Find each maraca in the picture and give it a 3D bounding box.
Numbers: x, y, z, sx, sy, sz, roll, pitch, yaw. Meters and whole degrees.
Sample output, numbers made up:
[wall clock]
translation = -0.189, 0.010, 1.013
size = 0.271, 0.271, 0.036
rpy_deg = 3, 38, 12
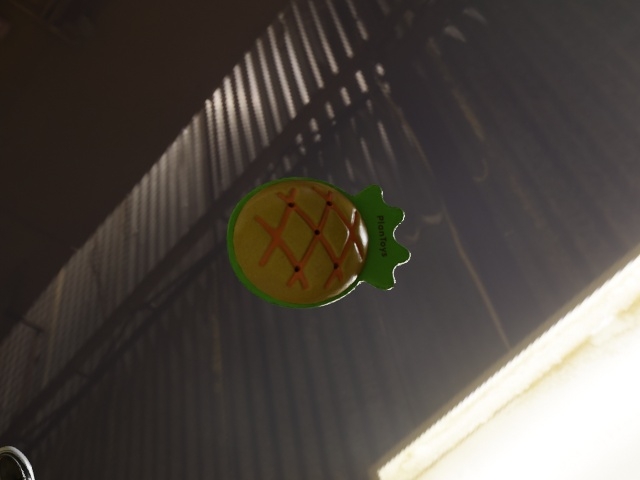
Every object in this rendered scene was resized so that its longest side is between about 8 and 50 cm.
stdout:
[maraca]
translation = 0.000, 0.000, 0.834
size = 0.099, 0.185, 0.127
rpy_deg = 159, -74, -68

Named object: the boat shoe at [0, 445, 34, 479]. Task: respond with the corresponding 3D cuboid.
[boat shoe]
translation = -0.426, 0.361, 1.225
size = 0.049, 0.142, 0.040
rpy_deg = -17, -170, -10
